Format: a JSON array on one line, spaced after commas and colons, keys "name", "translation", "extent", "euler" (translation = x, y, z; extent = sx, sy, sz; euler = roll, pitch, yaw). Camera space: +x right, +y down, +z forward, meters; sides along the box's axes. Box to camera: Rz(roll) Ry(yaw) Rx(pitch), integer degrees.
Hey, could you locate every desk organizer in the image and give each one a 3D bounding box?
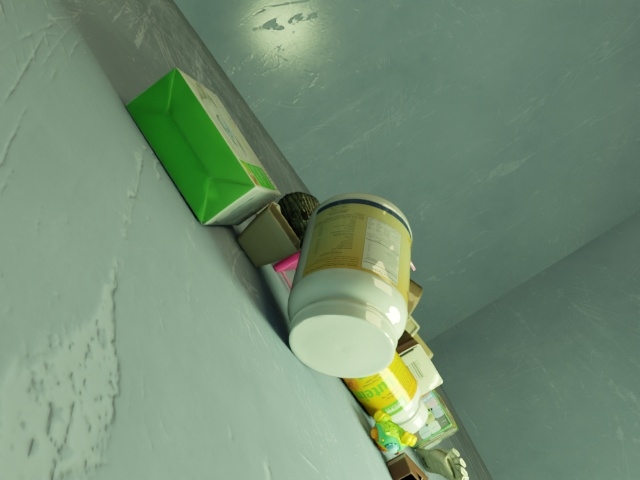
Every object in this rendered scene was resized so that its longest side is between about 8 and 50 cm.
[{"name": "desk organizer", "translation": [0.193, 0.509, 1.265], "extent": [0.130, 0.047, 0.050], "euler": [53, 10, -35]}]

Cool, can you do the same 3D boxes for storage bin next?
[{"name": "storage bin", "translation": [0.334, 0.376, 2.479], "extent": [0.260, 0.123, 0.262], "euler": [52, -4, 41]}]

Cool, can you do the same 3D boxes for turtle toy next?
[{"name": "turtle toy", "translation": [0.152, 0.422, 1.279], "extent": [0.095, 0.066, 0.130], "euler": [33, -8, 28]}]

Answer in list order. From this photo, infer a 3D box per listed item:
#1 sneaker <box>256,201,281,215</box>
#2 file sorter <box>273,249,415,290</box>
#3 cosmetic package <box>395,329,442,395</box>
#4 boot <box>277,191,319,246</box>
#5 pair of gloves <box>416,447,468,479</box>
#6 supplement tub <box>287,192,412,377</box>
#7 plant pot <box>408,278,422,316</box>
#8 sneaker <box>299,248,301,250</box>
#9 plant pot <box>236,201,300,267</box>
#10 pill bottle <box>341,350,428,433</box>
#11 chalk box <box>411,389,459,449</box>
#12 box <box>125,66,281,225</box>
[{"name": "sneaker", "translation": [-0.127, -0.061, 1.607], "extent": [0.152, 0.061, 0.054], "euler": [55, 4, -26]}, {"name": "file sorter", "translation": [0.070, 0.064, 1.454], "extent": [0.182, 0.290, 0.202], "euler": [60, 6, 5]}, {"name": "cosmetic package", "translation": [0.234, 0.362, 1.722], "extent": [0.129, 0.153, 0.296], "euler": [59, -1, 2]}, {"name": "boot", "translation": [0.003, -0.003, 2.001], "extent": [0.260, 0.131, 0.348], "euler": [61, 8, 33]}, {"name": "pair of gloves", "translation": [0.357, 0.639, 1.536], "extent": [0.240, 0.042, 0.204], "euler": [58, -21, 8]}, {"name": "supplement tub", "translation": [0.060, 0.084, 1.170], "extent": [0.228, 0.228, 0.316], "euler": [53, 33, -34]}, {"name": "plant pot", "translation": [0.135, 0.171, 1.757], "extent": [0.229, 0.263, 0.263], "euler": [40, 6, 1]}, {"name": "sneaker", "translation": [-0.054, 0.058, 1.715], "extent": [0.043, 0.040, 0.109], "euler": [39, -14, 49]}, {"name": "plant pot", "translation": [-0.113, -0.004, 1.249], "extent": [0.109, 0.096, 0.109], "euler": [55, 6, -9]}, {"name": "pill bottle", "translation": [0.144, 0.330, 1.369], "extent": [0.246, 0.136, 0.136], "euler": [55, 6, -18]}, {"name": "chalk box", "translation": [0.292, 0.502, 1.685], "extent": [0.132, 0.132, 0.213], "euler": [61, 6, 30]}, {"name": "box", "translation": [-0.215, -0.165, 1.150], "extent": [0.262, 0.126, 0.231], "euler": [56, 8, 4]}]
